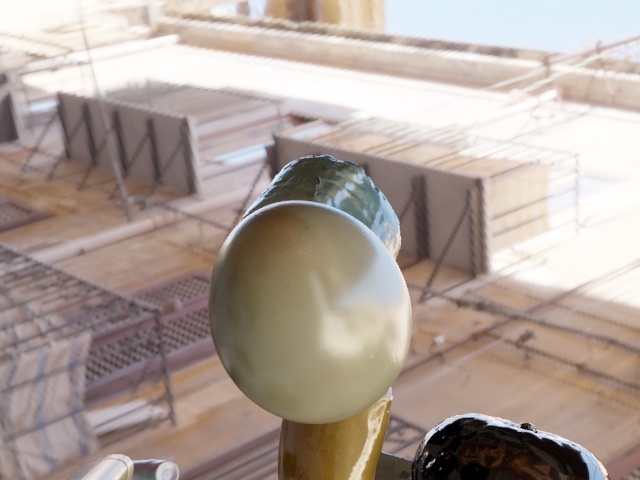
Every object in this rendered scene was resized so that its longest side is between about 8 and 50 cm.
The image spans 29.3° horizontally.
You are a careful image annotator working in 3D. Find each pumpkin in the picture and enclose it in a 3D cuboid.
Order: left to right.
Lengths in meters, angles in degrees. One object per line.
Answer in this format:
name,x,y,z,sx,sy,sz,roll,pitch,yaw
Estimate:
pumpkin,0.216,0.287,1.398,0.233,0.233,0.163,20,-88,46

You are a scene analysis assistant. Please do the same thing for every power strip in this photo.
power strip,0.085,0.323,1.667,0.227,0.080,0.029,11,-59,30

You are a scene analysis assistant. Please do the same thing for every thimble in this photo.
thimble,0.000,0.000,1.611,0.198,0.143,0.235,23,-36,16

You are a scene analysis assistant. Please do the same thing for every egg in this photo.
egg,-0.011,0.066,1.126,0.186,0.186,0.241,35,-18,37

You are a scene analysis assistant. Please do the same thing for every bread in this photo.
bread,0.006,0.222,1.371,0.147,0.098,0.217,-144,-117,-66

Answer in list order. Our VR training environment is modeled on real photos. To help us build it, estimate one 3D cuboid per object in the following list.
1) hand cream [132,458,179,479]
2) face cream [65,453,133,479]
hand cream,-0.304,0.395,2.085,0.174,0.076,0.047,-9,-121,51
face cream,-0.302,0.330,1.505,0.067,0.139,0.285,51,-1,1
